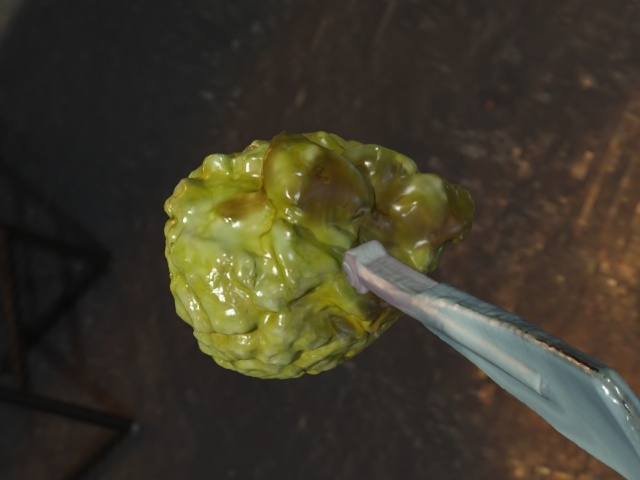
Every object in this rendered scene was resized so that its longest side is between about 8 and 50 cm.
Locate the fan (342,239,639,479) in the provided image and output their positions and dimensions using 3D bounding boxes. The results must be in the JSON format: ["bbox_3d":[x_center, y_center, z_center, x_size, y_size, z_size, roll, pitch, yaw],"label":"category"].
[{"bbox_3d":[0.068,0.044,0.811,0.023,0.057,0.282,-36,20,-9],"label":"fan"}]

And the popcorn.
[{"bbox_3d":[0.000,0.000,1.670,0.252,0.237,0.205,-21,71,17],"label":"popcorn"}]
